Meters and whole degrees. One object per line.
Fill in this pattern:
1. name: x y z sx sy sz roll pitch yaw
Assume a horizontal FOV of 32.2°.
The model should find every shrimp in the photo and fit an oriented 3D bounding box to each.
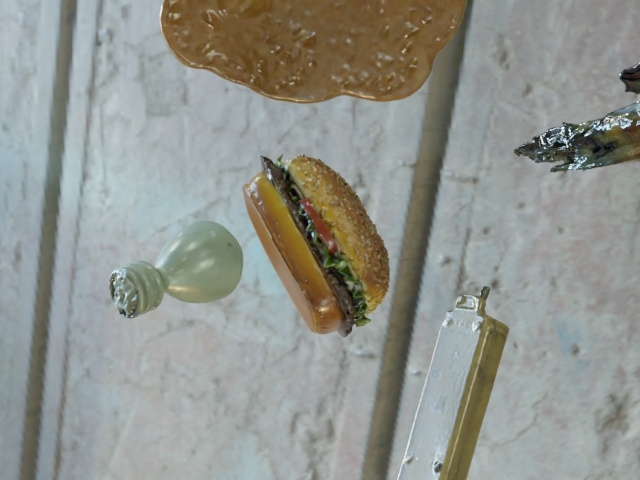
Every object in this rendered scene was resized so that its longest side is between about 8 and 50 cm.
1. shrimp: 0.477 -0.202 1.557 0.445 0.272 0.085 -19 122 31

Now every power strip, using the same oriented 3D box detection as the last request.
1. power strip: 0.121 0.191 1.078 0.064 0.044 0.305 5 75 52

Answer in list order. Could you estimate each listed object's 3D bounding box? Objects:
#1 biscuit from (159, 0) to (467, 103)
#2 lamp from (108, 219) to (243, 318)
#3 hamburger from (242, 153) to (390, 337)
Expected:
1. biscuit: -0.008 -0.305 1.234 0.057 0.351 0.312 -120 26 -73
2. lamp: -0.176 0.038 1.384 0.106 0.193 0.106 13 112 36
3. hamburger: 0.000 0.000 0.954 0.166 0.087 0.137 61 170 12
